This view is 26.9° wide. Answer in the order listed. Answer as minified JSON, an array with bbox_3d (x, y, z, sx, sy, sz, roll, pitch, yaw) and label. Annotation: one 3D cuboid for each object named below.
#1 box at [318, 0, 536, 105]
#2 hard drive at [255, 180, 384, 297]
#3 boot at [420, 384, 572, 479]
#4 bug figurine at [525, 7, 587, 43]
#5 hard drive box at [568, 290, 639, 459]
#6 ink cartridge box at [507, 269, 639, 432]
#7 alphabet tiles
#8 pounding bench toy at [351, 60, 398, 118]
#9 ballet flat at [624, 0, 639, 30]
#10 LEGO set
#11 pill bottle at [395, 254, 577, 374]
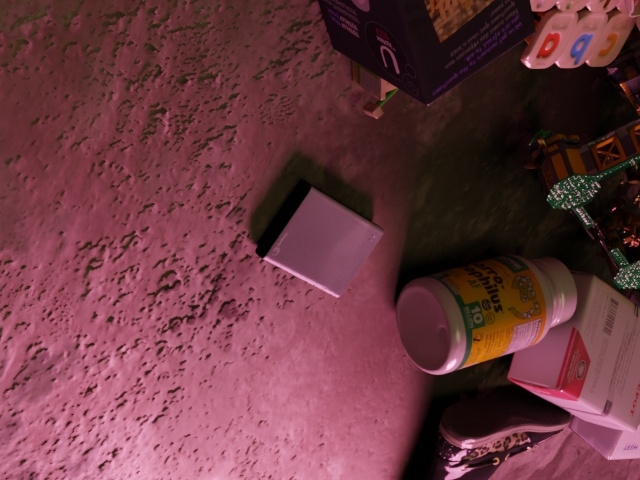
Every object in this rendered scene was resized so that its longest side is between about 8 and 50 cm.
[{"bbox_3d":[0.075,-0.289,1.228,0.143,0.165,0.270,-35,134,-16],"label":"box"},{"bbox_3d":[0.000,0.000,1.461,0.135,0.022,0.094,29,97,-45],"label":"hard drive"},{"bbox_3d":[0.220,0.292,1.794,0.236,0.085,0.179,-4,126,-42],"label":"boot"},{"bbox_3d":[0.266,-0.297,1.443,0.279,0.072,0.216,2,122,-44],"label":"bug figurine"},{"bbox_3d":[0.488,0.196,1.933,0.181,0.089,0.232,6,113,-41],"label":"hard drive box"},{"bbox_3d":[0.354,0.146,1.759,0.218,0.092,0.158,29,75,-44],"label":"ink cartridge box"},{"bbox_3d":[0.316,-0.302,1.387,0.284,0.021,0.278,-9,134,-45],"label":"alphabet tiles"},{"bbox_3d":[0.074,-0.173,1.384,0.065,0.052,0.083,-22,129,-27],"label":"pounding bench toy"},{"bbox_3d":[0.364,-0.254,1.433,0.067,0.073,0.206,-24,151,18],"label":"ballet flat"},{"bbox_3d":[0.387,-0.110,1.631,0.255,0.192,0.331,-33,138,25],"label":"LEGO set"},{"bbox_3d":[0.204,0.082,1.610,0.208,0.117,0.117,-13,125,-32],"label":"pill bottle"}]
